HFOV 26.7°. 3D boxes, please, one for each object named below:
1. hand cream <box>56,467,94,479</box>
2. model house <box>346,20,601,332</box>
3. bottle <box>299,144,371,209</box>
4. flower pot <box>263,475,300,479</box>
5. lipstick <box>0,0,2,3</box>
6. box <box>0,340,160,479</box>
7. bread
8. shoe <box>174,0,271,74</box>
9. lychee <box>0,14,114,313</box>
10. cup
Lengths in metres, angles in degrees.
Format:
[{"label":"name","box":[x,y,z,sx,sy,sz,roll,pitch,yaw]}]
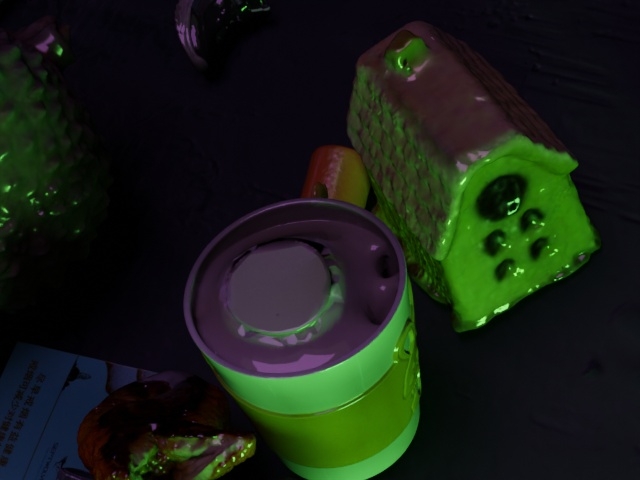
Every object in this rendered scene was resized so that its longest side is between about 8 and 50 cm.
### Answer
[{"label":"hand cream","box":[-0.262,0.345,1.236,0.095,0.059,0.276,16,87,31]},{"label":"model house","box":[0.119,-0.067,1.214,0.175,0.234,0.193,-34,52,2]},{"label":"bottle","box":[0.000,0.000,1.330,0.069,0.069,0.187,5,66,26]},{"label":"flower pot","box":[-0.047,0.299,1.096,0.166,0.269,0.269,-28,52,-19]},{"label":"lipstick","box":[-0.459,-0.303,1.697,0.087,0.087,0.327,33,79,34]},{"label":"box","box":[-0.238,0.197,1.338,0.229,0.041,0.162,9,66,28]},{"label":"bread","box":[-0.136,0.175,1.154,0.139,0.095,0.269,-16,12,-10]},{"label":"shoe","box":[-0.102,-0.266,1.532,0.099,0.071,0.169,-3,58,20]},{"label":"lychee","box":[-0.414,-0.072,1.376,0.432,0.380,0.380,-46,54,-5]},{"label":"cup","box":[0.003,0.074,1.183,0.185,0.226,0.241,-2,50,14]}]
